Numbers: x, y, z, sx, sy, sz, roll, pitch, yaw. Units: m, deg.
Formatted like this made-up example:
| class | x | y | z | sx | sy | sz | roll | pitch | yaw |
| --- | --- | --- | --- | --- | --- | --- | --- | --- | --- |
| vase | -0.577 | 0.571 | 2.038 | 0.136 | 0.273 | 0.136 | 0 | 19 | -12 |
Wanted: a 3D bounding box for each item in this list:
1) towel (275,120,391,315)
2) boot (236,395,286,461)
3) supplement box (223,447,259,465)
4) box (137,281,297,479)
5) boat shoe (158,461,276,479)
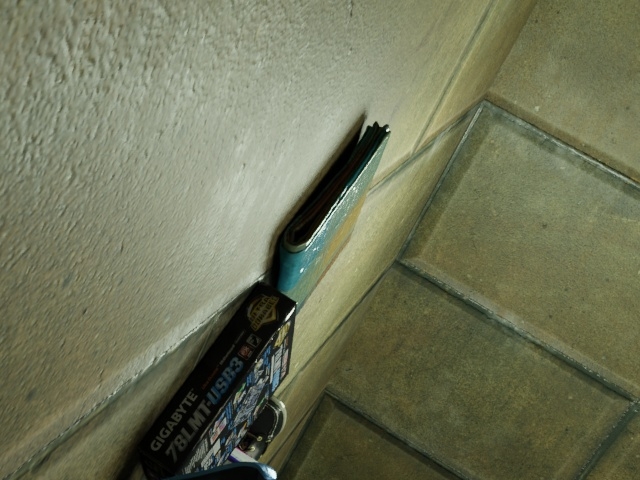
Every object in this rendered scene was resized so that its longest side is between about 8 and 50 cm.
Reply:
| class | x | y | z | sx | sy | sz | roll | pitch | yaw |
| --- | --- | --- | --- | --- | --- | --- | --- | --- | --- |
| towel | 0.000 | 0.000 | 1.365 | 0.271 | 0.040 | 0.370 | -53 | 171 | -27 |
| boot | -0.159 | 0.420 | 1.655 | 0.178 | 0.085 | 0.236 | -50 | 173 | -49 |
| supplement box | -0.182 | 0.421 | 1.487 | 0.114 | 0.111 | 0.220 | -57 | 170 | -9 |
| box | -0.145 | 0.245 | 1.253 | 0.293 | 0.073 | 0.295 | -55 | 168 | -26 |
| boat shoe | -0.172 | 0.345 | 1.051 | 0.258 | 0.089 | 0.109 | -27 | 147 | 31 |
